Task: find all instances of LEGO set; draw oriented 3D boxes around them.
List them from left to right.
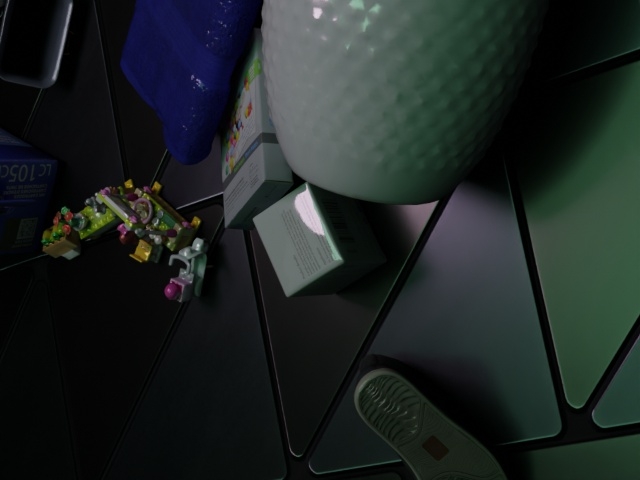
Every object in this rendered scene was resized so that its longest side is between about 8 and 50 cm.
[{"bbox_3d":[-0.268,-0.017,1.451,0.287,0.107,0.132,14,97,34],"label":"LEGO set"}]

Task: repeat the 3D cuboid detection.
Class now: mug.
[{"bbox_3d":[0.060,-0.233,1.161,0.374,0.276,0.328,-134,51,-59],"label":"mug"}]

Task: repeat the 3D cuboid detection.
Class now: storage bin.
[{"bbox_3d":[-0.391,-0.282,1.558,0.091,0.098,0.135,31,109,60],"label":"storage bin"}]

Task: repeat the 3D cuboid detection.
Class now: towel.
[{"bbox_3d":[-0.135,-0.270,1.324,0.228,0.076,0.308,56,136,37],"label":"towel"}]

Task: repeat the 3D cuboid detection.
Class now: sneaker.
[{"bbox_3d":[0.123,0.207,1.207,0.083,0.118,0.222,-38,96,8],"label":"sneaker"}]

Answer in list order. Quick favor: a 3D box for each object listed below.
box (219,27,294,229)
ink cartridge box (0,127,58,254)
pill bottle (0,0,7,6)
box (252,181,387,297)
[{"bbox_3d":[-0.076,-0.124,1.301,0.145,0.038,0.186,138,132,-61],"label":"box"},{"bbox_3d":[-0.549,-0.091,1.546,0.395,0.270,0.151,29,110,31],"label":"ink cartridge box"},{"bbox_3d":[-0.487,-0.475,1.529,0.176,0.176,0.319,23,124,33],"label":"pill bottle"},{"bbox_3d":[0.000,0.000,1.271,0.087,0.102,0.101,-33,72,27],"label":"box"}]
